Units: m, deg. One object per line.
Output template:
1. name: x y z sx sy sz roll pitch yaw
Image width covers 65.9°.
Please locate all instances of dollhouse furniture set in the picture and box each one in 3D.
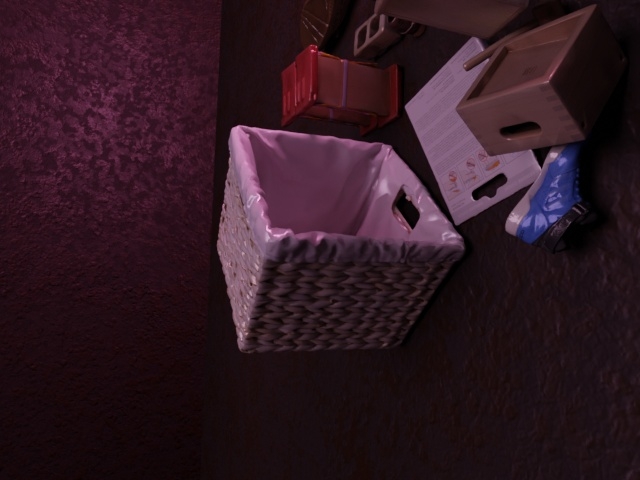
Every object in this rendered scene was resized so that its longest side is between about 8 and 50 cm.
1. dollhouse furniture set: 0.044 -0.413 0.989 0.152 0.201 0.373 171 101 -64
2. dollhouse furniture set: 0.176 -0.401 0.608 0.212 0.161 0.242 174 106 -83

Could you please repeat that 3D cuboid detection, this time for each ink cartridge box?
1. ink cartridge box: 0.233 -0.160 0.745 0.181 0.056 0.224 -39 70 57

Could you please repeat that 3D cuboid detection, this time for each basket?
1. basket: 0.000 0.000 0.863 0.328 0.332 0.266 -114 36 -47

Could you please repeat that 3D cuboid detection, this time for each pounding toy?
1. pounding toy: 0.263 -0.204 0.606 0.206 0.094 0.181 -53 24 -19

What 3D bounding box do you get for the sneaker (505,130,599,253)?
1. sneaker: 0.293 -0.056 0.574 0.085 0.058 0.152 37 99 34

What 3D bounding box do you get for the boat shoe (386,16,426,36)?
1. boat shoe: 0.162 -0.484 0.903 0.073 0.073 0.206 174 101 -65

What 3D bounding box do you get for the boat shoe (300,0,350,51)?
1. boat shoe: 0.033 -0.579 1.199 0.104 0.089 0.285 55 143 16
